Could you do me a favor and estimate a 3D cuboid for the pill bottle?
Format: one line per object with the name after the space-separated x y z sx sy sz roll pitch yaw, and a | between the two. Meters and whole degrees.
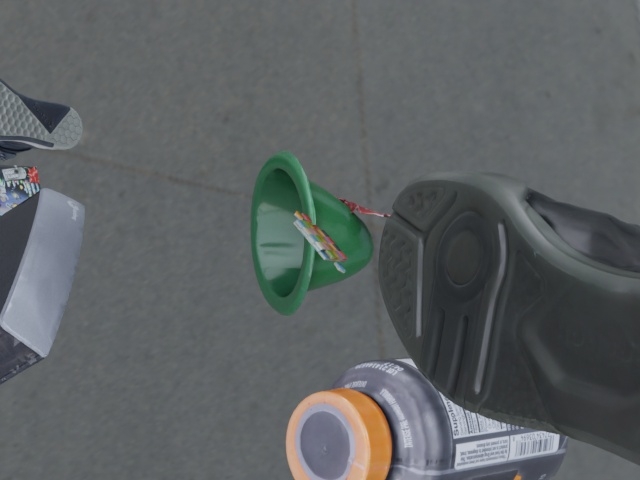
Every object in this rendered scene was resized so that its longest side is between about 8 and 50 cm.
0.085 0.159 1.113 0.245 0.130 0.130 2 71 -46 | pill bottle

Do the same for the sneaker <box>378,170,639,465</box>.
0.123 0.032 0.495 0.130 0.227 0.087 6 98 -39 | sneaker

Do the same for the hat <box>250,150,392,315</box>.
0.042 -0.004 1.466 0.183 0.173 0.208 -1 29 -23 | hat

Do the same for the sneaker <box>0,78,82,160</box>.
-0.454 -0.166 1.808 0.226 0.163 0.086 21 75 -49 | sneaker

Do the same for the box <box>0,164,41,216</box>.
-0.378 -0.041 1.577 0.137 0.027 0.094 -2 76 -56 | box

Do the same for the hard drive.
-0.300 0.053 1.223 0.054 0.172 0.255 52 17 -26 | hard drive

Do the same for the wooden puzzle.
0.000 0.000 1.326 0.083 0.006 0.049 50 16 19 | wooden puzzle
